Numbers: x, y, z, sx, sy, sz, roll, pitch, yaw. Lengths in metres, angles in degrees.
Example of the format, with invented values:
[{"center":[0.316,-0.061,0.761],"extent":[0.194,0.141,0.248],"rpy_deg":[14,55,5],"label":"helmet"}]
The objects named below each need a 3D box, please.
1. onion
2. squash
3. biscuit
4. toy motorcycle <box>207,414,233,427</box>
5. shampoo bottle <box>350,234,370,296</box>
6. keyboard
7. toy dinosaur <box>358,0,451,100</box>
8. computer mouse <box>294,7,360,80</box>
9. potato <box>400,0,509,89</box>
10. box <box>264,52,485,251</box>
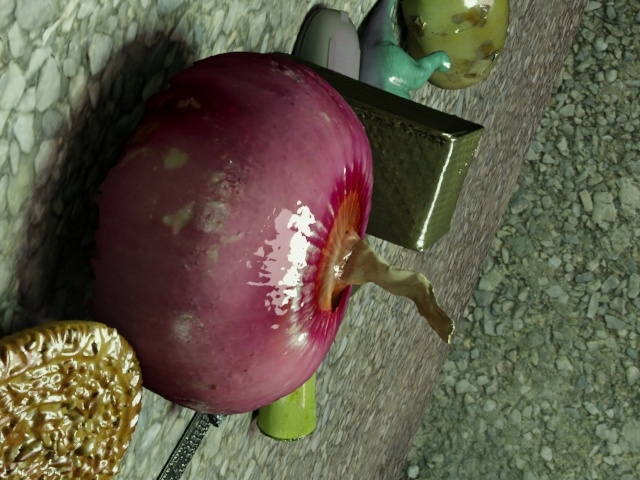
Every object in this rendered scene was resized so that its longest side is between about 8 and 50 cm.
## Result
[{"center":[-0.060,-0.001,1.461],"extent":[0.358,0.345,0.358],"rpy_deg":[-164,-90,-79],"label":"onion"},{"center":[-0.040,0.182,2.199],"extent":[0.094,0.094,0.224],"rpy_deg":[-42,143,-61],"label":"squash"},{"center":[-0.270,0.200,1.286],"extent":[0.305,0.038,0.305],"rpy_deg":[-36,147,-29],"label":"biscuit"},{"center":[-0.095,0.076,1.826],"extent":[0.173,0.108,0.307],"rpy_deg":[-61,164,-62],"label":"toy motorcycle"},{"center":[0.000,0.000,2.091],"extent":[0.126,0.084,0.350],"rpy_deg":[-64,164,-9],"label":"shampoo bottle"},{"center":[-0.181,0.283,1.949],"extent":[0.064,0.010,0.198],"rpy_deg":[86,28,-53],"label":"keyboard"},{"center":[0.061,-0.192,2.006],"extent":[0.331,0.129,0.383],"rpy_deg":[-13,100,-63],"label":"toy dinosaur"},{"center":[0.003,-0.176,1.867],"extent":[0.120,0.057,0.232],"rpy_deg":[3,90,-60],"label":"computer mouse"},{"center":[0.207,-0.338,2.245],"extent":[0.165,0.165,0.262],"rpy_deg":[-62,157,-28],"label":"potato"},{"center":[0.029,-0.106,1.688],"extent":[0.184,0.273,0.143],"rpy_deg":[-25,134,-71],"label":"box"}]
